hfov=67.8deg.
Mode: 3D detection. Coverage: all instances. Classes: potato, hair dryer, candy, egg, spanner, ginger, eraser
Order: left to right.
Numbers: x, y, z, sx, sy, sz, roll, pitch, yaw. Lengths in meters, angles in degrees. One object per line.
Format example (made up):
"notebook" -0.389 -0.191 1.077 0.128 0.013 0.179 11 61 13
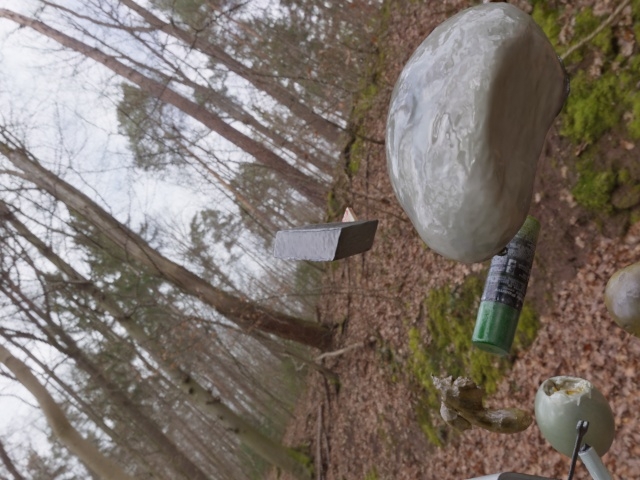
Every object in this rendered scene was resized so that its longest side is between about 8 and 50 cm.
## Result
"eraser" 0.000 -0.001 1.150 0.111 0.078 0.352 -16 7 -30
"candy" 0.209 -0.181 0.800 0.427 0.186 0.387 -111 29 -70
"ginger" 0.351 0.363 1.052 0.059 0.214 0.133 -18 -76 -60
"spanner" 0.733 0.638 1.378 0.054 0.015 0.255 7 -84 -37
"egg" 1.013 0.718 1.899 0.278 0.278 0.336 -36 -68 -52
"hair dryer" 0.594 0.534 0.968 0.131 0.237 0.073 -26 -15 0
"potato" 0.952 0.178 1.381 0.115 0.299 0.239 5 -73 -30

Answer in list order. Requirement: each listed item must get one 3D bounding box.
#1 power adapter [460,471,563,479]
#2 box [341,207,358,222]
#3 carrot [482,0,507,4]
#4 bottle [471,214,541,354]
"power adapter" 0.309 0.501 0.854 0.255 0.186 0.124 127 154 -51
"box" 0.081 -0.045 1.311 0.093 0.015 0.058 -112 38 -57
"carrot" 0.490 -0.594 1.392 0.070 0.070 0.260 -39 -40 -48
"bottle" 0.437 0.098 1.119 0.093 0.093 0.330 83 -152 -68
